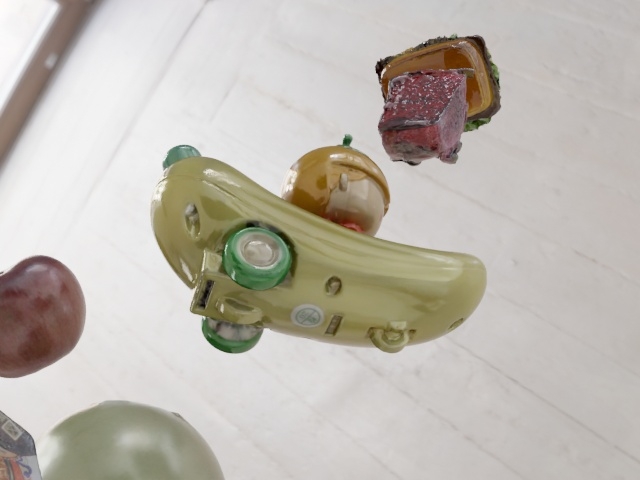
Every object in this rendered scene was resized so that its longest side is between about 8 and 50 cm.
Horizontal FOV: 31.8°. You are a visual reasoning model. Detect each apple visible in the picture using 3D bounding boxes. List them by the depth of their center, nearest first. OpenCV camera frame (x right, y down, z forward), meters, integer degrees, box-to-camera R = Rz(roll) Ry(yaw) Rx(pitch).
[{"bbox_3d":[-0.337,0.088,1.268,0.153,0.153,0.120,-23,100,31],"label":"apple"}]

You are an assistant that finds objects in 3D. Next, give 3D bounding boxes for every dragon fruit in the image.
[{"bbox_3d":[0.126,-0.133,1.333,0.102,0.096,0.147,-2,37,27],"label":"dragon fruit"}]

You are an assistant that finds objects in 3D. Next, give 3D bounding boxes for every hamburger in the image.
[{"bbox_3d":[0.162,-0.207,1.515,0.166,0.087,0.137,-9,108,26],"label":"hamburger"}]

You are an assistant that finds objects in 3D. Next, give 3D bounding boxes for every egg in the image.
[{"bbox_3d":[-0.202,0.270,1.130,0.269,0.219,0.219,143,138,-64],"label":"egg"}]

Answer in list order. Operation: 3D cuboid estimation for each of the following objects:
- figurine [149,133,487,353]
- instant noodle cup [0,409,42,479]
[{"bbox_3d":[0.000,0.000,1.053,0.124,0.324,0.222,112,166,-46],"label":"figurine"},{"bbox_3d":[-0.244,0.167,0.658,0.135,0.127,0.127,-41,46,45],"label":"instant noodle cup"}]
